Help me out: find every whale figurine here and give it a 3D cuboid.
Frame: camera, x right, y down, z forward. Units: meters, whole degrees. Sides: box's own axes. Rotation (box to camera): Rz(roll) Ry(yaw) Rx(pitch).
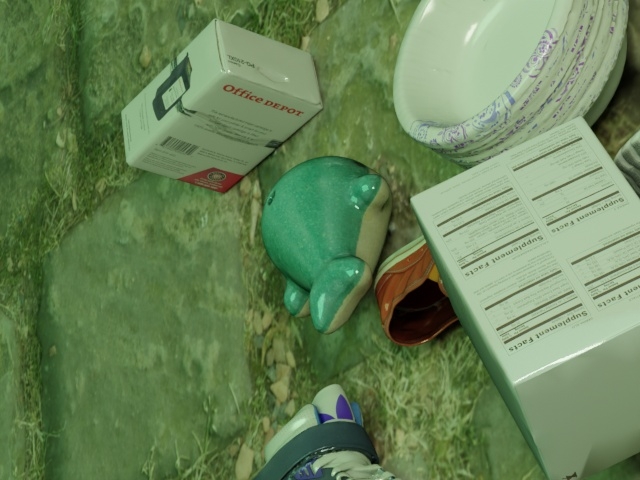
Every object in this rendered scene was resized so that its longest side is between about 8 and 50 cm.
[{"bbox_3d":[0.000,0.000,2.083,0.216,0.141,0.272,-56,16,25],"label":"whale figurine"}]

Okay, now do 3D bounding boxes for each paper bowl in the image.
[{"bbox_3d":[0.223,-0.205,1.893,0.284,0.148,0.284,-36,41,39],"label":"paper bowl"}]

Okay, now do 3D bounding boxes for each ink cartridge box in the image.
[{"bbox_3d":[-0.138,-0.181,2.361,0.237,0.172,0.100,-39,49,39],"label":"ink cartridge box"}]

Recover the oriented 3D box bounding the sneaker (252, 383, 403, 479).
[{"bbox_3d":[0.034,0.272,1.998,0.323,0.130,0.236,-29,59,51],"label":"sneaker"}]

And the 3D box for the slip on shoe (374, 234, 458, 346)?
[{"bbox_3d":[0.172,0.020,1.916,0.331,0.123,0.101,-41,37,45],"label":"slip on shoe"}]

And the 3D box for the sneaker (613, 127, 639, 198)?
[{"bbox_3d":[0.409,-0.132,1.714,0.281,0.105,0.115,-41,14,43],"label":"sneaker"}]

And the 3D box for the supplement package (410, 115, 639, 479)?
[{"bbox_3d":[0.244,0.061,1.685,0.198,0.199,0.262,-26,47,0],"label":"supplement package"}]
